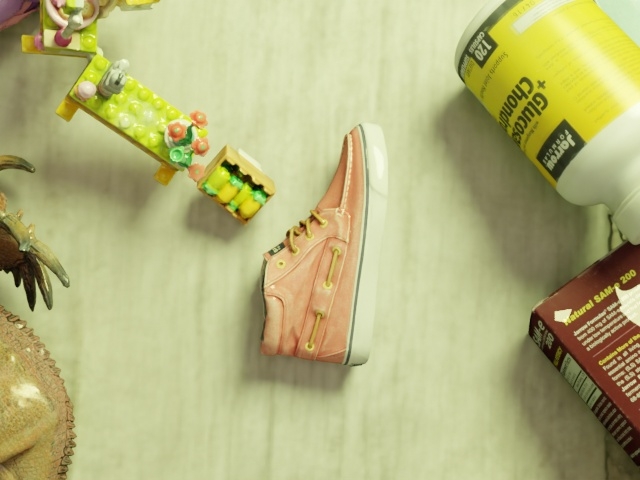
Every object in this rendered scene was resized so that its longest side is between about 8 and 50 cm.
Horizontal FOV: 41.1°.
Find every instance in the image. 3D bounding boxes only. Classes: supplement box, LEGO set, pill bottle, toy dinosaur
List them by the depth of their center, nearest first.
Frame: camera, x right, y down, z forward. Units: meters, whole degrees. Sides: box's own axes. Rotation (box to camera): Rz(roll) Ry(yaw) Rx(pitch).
[{"bbox_3d":[-0.118,-0.130,0.558,0.132,0.107,0.287,-24,101,-21],"label":"LEGO set"},{"bbox_3d":[-0.229,0.084,0.574,0.200,0.127,0.296,-33,94,-11],"label":"toy dinosaur"},{"bbox_3d":[0.267,0.110,0.577,0.130,0.073,0.239,-34,67,-5],"label":"supplement box"},{"bbox_3d":[0.184,-0.090,0.588,0.103,0.103,0.184,-34,69,-5],"label":"pill bottle"}]

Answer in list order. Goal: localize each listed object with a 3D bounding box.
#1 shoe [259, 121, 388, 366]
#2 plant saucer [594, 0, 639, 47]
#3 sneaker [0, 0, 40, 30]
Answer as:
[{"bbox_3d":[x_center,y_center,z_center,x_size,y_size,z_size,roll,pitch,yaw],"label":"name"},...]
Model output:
[{"bbox_3d":[0.000,0.000,0.615,0.081,0.063,0.178,5,90,-8],"label":"shoe"},{"bbox_3d":[0.292,-0.215,0.659,0.195,0.037,0.195,0,85,-2],"label":"plant saucer"},{"bbox_3d":[-0.232,-0.185,0.608,0.104,0.095,0.236,27,87,-15],"label":"sneaker"}]
